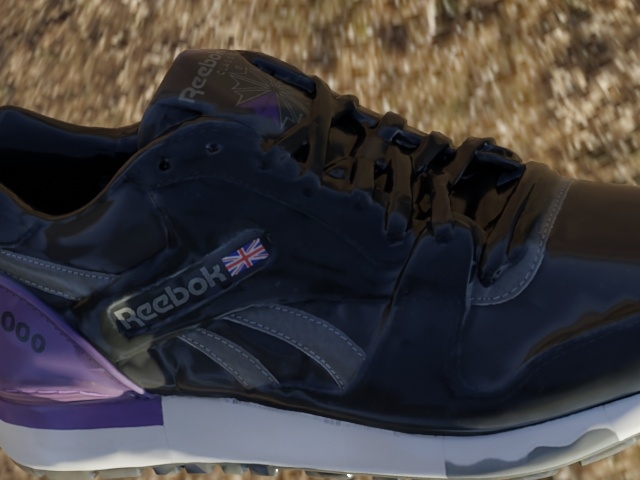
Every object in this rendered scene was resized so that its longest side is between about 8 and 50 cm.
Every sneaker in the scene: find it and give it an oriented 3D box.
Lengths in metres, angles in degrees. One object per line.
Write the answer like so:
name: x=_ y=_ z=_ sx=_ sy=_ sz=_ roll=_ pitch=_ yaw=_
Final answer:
sneaker: x=0.000 y=0.000 z=0.599 sx=0.283 sy=0.107 sz=0.124 roll=-8 pitch=118 yaw=22
